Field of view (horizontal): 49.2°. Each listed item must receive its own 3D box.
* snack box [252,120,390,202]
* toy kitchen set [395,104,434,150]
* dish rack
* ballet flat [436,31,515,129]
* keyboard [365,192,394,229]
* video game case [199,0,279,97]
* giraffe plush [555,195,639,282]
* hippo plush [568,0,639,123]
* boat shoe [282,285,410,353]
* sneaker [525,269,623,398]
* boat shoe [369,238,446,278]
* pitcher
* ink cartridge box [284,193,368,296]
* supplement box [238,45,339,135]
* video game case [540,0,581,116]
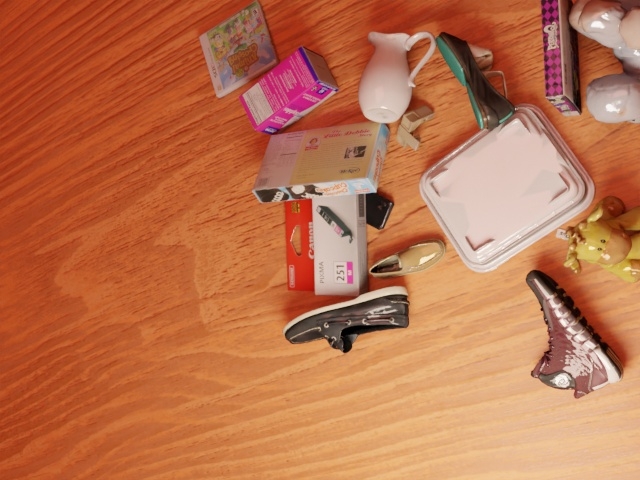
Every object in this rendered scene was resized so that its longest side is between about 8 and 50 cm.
[{"bbox_3d":[0.000,-0.193,1.722,0.322,0.060,0.187,-3,54,29],"label":"snack box"},{"bbox_3d":[0.235,-0.260,1.661,0.068,0.075,0.083,49,150,24],"label":"toy kitchen set"},{"bbox_3d":[0.395,-0.118,1.548,0.333,0.072,0.285,-37,72,22],"label":"dish rack"},{"bbox_3d":[0.352,-0.367,1.562,0.096,0.095,0.280,-22,65,5],"label":"ballet flat"},{"bbox_3d":[0.100,-0.110,1.737,0.180,0.023,0.108,28,108,25],"label":"keyboard"},{"bbox_3d":[-0.228,-0.526,1.924,0.213,0.023,0.193,-23,78,26],"label":"video game case"},{"bbox_3d":[0.563,-0.004,1.394,0.210,0.170,0.181,-1,89,29],"label":"giraffe plush"},{"bbox_3d":[0.608,-0.356,1.382,0.234,0.294,0.236,42,136,48],"label":"hippo plush"},{"bbox_3d":[0.063,0.214,1.690,0.340,0.127,0.113,-19,68,18],"label":"boat shoe"},{"bbox_3d":[0.485,0.211,1.472,0.162,0.106,0.281,-43,71,24],"label":"sneaker"},{"bbox_3d":[0.202,0.049,1.646,0.190,0.072,0.068,-27,76,25],"label":"boat shoe"},{"bbox_3d":[0.178,-0.389,1.632,0.178,0.125,0.207,-1,73,36],"label":"pitcher"},{"bbox_3d":[0.000,0.000,1.754,0.239,0.060,0.274,-1,92,29],"label":"ink cartridge box"},{"bbox_3d":[-0.083,-0.378,1.791,0.220,0.111,0.113,-32,75,25],"label":"supplement box"},{"bbox_3d":[0.491,-0.384,1.421,0.042,0.210,0.231,-4,88,29],"label":"video game case"}]
